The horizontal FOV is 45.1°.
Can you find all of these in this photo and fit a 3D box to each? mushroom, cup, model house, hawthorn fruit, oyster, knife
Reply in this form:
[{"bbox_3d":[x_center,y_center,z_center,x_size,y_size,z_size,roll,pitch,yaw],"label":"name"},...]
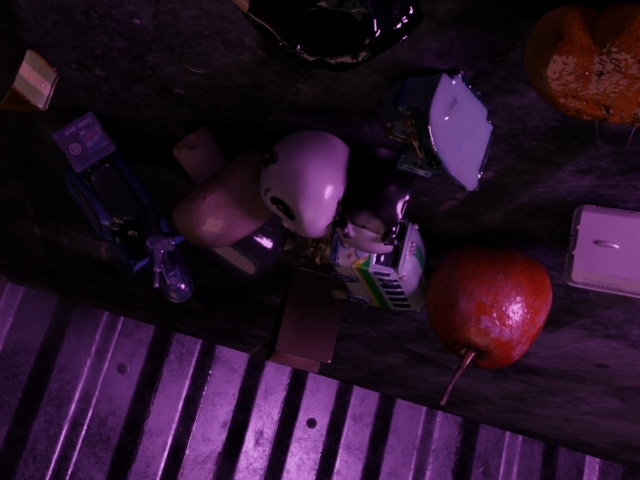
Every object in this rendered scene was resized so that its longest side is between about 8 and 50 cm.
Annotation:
[{"bbox_3d":[-0.168,-0.094,1.280,0.204,0.204,0.204,13,161,5],"label":"mushroom"},{"bbox_3d":[-0.176,-0.028,1.498,0.176,0.169,0.223,30,-174,-28],"label":"cup"},{"bbox_3d":[0.127,-0.143,1.003,0.149,0.119,0.148,7,161,45],"label":"model house"},{"bbox_3d":[0.321,0.125,1.438,0.231,0.263,0.235,0,141,-27],"label":"hawthorn fruit"},{"bbox_3d":[-0.002,-0.006,1.484,0.056,0.105,0.177,-17,158,0],"label":"oyster"},{"bbox_3d":[0.360,-0.156,0.923,0.060,0.028,0.230,22,167,16],"label":"knife"}]

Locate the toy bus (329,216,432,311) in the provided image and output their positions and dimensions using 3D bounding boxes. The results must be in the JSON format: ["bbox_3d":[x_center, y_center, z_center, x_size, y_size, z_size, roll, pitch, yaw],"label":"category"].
[{"bbox_3d":[0.122,0.040,1.476,0.165,0.133,0.276,9,161,18],"label":"toy bus"}]

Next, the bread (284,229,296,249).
[{"bbox_3d":[-0.141,-0.018,1.625,0.214,0.053,0.073,6,-157,34],"label":"bread"}]

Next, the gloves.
[{"bbox_3d":[-0.012,-0.263,0.760,0.164,0.124,0.203,-27,116,21],"label":"gloves"}]

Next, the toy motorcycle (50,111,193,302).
[{"bbox_3d":[-0.343,-0.041,1.384,0.358,0.125,0.212,55,165,-2],"label":"toy motorcycle"}]

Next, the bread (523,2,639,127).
[{"bbox_3d":[0.376,-0.170,0.761,0.344,0.084,0.124,8,143,10],"label":"bread"}]

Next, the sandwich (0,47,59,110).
[{"bbox_3d":[-0.480,-0.250,1.197,0.116,0.074,0.074,6,161,27],"label":"sandwich"}]

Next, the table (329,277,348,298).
[{"bbox_3d":[0.074,0.094,1.743,0.083,0.079,0.062,7,158,17],"label":"table"}]

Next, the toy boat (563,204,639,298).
[{"bbox_3d":[0.509,0.032,1.169,0.269,0.141,0.141,13,161,0],"label":"toy boat"}]

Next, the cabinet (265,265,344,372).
[{"bbox_3d":[-0.030,0.200,1.916,0.148,0.215,0.175,16,160,-7],"label":"cabinet"}]

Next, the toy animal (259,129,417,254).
[{"bbox_3d":[0.023,-0.076,1.168,0.235,0.165,0.187,12,171,4],"label":"toy animal"}]
